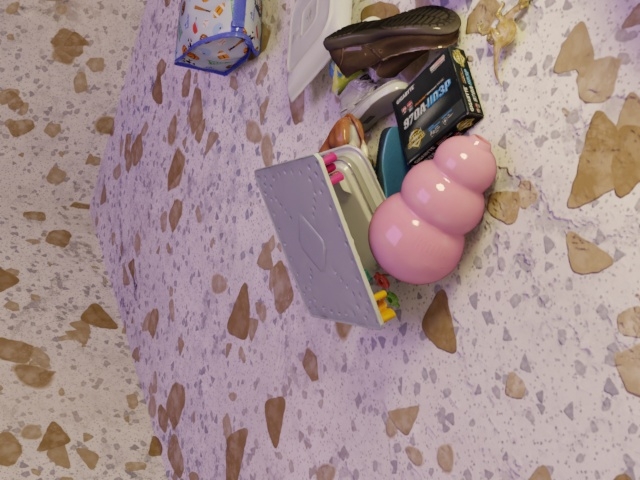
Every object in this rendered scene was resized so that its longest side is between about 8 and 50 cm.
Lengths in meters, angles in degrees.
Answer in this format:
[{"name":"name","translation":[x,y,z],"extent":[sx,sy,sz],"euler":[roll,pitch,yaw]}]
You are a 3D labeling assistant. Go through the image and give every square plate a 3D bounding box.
[{"name":"square plate","translation":[-0.012,-0.604,2.138],"extent":[0.344,0.049,0.347],"euler":[-38,43,54]}]

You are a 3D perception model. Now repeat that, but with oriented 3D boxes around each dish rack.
[{"name":"dish rack","translation":[0.054,-0.047,1.855],"extent":[0.285,0.072,0.333],"euler":[-9,111,53]}]

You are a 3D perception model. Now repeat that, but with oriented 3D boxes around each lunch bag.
[{"name":"lunch bag","translation":[-0.309,-0.745,2.537],"extent":[0.385,0.238,0.328],"euler":[167,107,-64]}]

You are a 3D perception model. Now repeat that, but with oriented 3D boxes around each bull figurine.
[{"name":"bull figurine","translation":[0.041,-0.177,1.974],"extent":[0.310,0.101,0.188],"euler":[113,148,-55]}]

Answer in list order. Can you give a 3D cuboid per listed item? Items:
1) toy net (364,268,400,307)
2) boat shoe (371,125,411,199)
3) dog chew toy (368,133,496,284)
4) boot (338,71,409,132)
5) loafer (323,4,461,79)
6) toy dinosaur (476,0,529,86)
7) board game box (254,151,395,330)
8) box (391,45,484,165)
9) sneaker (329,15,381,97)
[{"name":"toy net","translation":[0.085,0.078,1.820],"extent":[0.232,0.045,0.122],"euler":[55,147,0]},{"name":"boat shoe","translation":[0.148,-0.138,1.843],"extent":[0.089,0.109,0.258],"euler":[3,87,55]},{"name":"dog chew toy","translation":[0.241,-0.070,1.613],"extent":[0.332,0.206,0.207],"euler":[-58,41,25]},{"name":"boot","translation":[0.120,-0.361,1.925],"extent":[0.258,0.095,0.123],"euler":[-31,67,53]},{"name":"loafer","translation":[0.175,-0.449,1.814],"extent":[0.365,0.134,0.130],"euler":[5,127,45]},{"name":"toy dinosaur","translation":[0.360,-0.413,1.586],"extent":[0.092,0.053,0.183],"euler":[44,123,50]},{"name":"board game box","translation":[0.000,0.000,1.774],"extent":[0.390,0.050,0.390],"euler":[-1,112,66]},{"name":"box","translation":[0.255,-0.293,1.741],"extent":[0.220,0.051,0.175],"euler":[-40,54,50]},{"name":"sneaker","translation":[0.077,-0.489,2.016],"extent":[0.240,0.091,0.126],"euler":[-60,39,36]}]
